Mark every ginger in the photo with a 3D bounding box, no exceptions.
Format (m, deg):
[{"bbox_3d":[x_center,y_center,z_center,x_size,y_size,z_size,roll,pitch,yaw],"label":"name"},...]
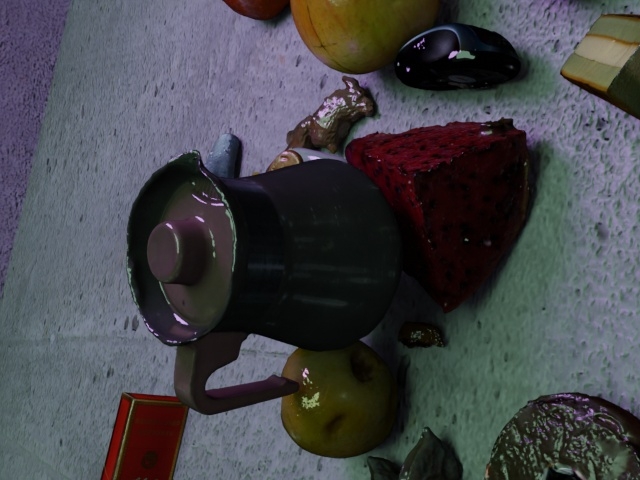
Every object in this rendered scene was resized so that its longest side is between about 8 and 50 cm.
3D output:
[{"bbox_3d":[-0.006,-0.218,1.504,0.290,0.084,0.122,-38,74,29],"label":"ginger"}]

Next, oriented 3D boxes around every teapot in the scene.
[{"bbox_3d":[-0.087,0.055,1.051,0.305,0.361,0.376,12,96,44],"label":"teapot"}]

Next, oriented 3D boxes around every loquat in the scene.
[{"bbox_3d":[0.020,0.264,1.218,0.213,0.213,0.213,-18,65,44],"label":"loquat"}]

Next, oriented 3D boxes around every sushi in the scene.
[{"bbox_3d":[0.161,0.161,1.208,0.099,0.050,0.047,3,86,59],"label":"sushi"}]

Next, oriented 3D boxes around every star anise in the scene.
[{"bbox_3d":[0.147,0.426,1.100,0.198,0.110,0.258,-43,40,51],"label":"star anise"}]

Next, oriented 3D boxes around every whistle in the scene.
[{"bbox_3d":[-0.274,-0.103,1.722,0.189,0.189,0.348,0,56,48],"label":"whistle"}]

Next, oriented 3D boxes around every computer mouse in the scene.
[{"bbox_3d":[0.229,-0.312,1.213,0.233,0.137,0.096,8,88,50],"label":"computer mouse"}]

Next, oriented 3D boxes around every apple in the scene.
[{"bbox_3d":[0.076,-0.442,1.316,0.286,0.233,0.286,-30,22,13],"label":"apple"}]

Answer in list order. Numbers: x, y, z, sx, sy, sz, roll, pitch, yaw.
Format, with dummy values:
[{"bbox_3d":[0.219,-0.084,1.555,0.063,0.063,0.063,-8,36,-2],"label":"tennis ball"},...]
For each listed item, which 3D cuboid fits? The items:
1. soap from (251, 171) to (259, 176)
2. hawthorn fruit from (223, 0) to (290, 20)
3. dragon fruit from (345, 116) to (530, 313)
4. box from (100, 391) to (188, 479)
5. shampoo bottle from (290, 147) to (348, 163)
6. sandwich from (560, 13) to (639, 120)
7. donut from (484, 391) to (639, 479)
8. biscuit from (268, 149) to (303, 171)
[{"bbox_3d":[-0.154,-0.117,1.670,0.034,0.012,0.089,-16,66,44],"label":"soap"},{"bbox_3d":[-0.164,-0.640,1.695,0.235,0.263,0.231,42,135,18],"label":"hawthorn fruit"},{"bbox_3d":[0.157,-0.106,1.156,0.302,0.240,0.330,-51,50,-2],"label":"dragon fruit"},{"bbox_3d":[-0.406,0.478,1.655,0.074,0.153,0.240,8,84,44],"label":"box"},{"bbox_3d":[-0.027,0.007,1.386,0.221,0.151,0.350,18,91,41],"label":"shampoo bottle"},{"bbox_3d":[0.400,-0.268,1.008,0.117,0.144,0.187,-56,44,16],"label":"sandwich"},{"bbox_3d":[0.336,0.327,0.920,0.269,0.103,0.270,-18,66,46],"label":"donut"},{"bbox_3d":[0.002,-0.001,1.255,0.324,0.049,0.205,39,109,29],"label":"biscuit"}]
